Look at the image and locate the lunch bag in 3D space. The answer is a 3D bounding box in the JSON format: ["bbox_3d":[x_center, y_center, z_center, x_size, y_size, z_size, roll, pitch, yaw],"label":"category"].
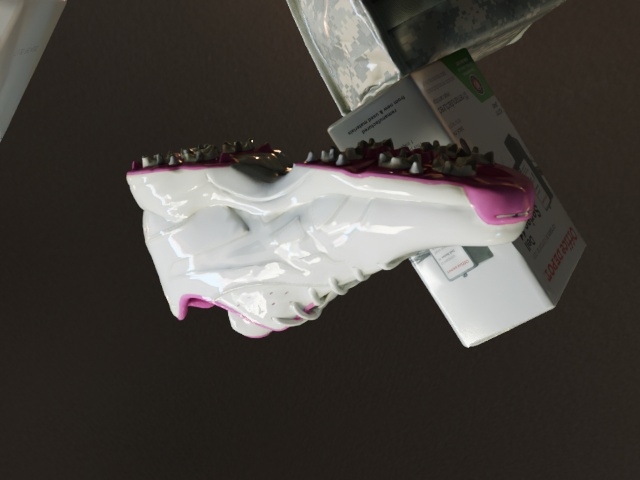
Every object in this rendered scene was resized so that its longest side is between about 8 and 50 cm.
[{"bbox_3d":[0.078,-0.305,0.832,0.235,0.169,0.287,-28,-91,-21],"label":"lunch bag"}]

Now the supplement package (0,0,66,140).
[{"bbox_3d":[-0.335,-0.132,0.533,0.263,0.199,0.198,27,-81,-15],"label":"supplement package"}]

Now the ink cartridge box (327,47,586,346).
[{"bbox_3d":[0.120,-0.040,0.693,0.208,0.087,0.153,58,-148,-3],"label":"ink cartridge box"}]

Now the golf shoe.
[{"bbox_3d":[0.000,0.000,0.579,0.306,0.115,0.140,3,-79,36],"label":"golf shoe"}]
